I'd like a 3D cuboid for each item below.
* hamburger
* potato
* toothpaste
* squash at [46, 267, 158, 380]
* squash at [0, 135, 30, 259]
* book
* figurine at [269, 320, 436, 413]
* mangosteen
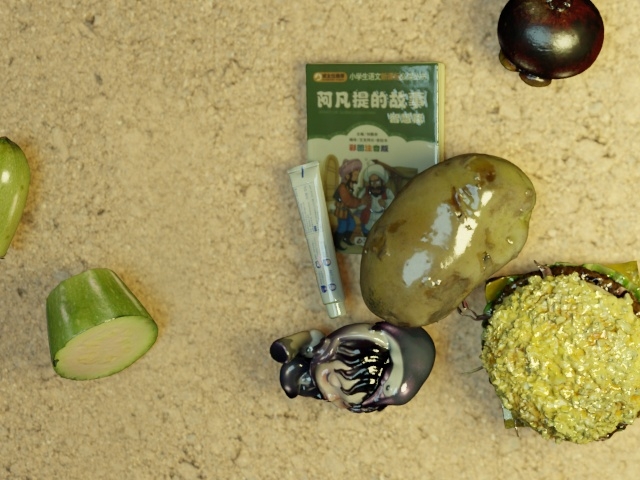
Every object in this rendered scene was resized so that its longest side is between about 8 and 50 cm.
[{"bbox_3d":[0.300,0.140,1.526,0.261,0.138,0.243,-11,92,28],"label":"hamburger"},{"bbox_3d":[0.155,-0.005,1.554,0.262,0.165,0.165,-40,78,4],"label":"potato"},{"bbox_3d":[0.000,0.000,1.693,0.052,0.033,0.218,-14,89,27],"label":"toothpaste"},{"bbox_3d":[-0.344,0.125,1.853,0.170,0.170,0.123,-41,66,26],"label":"squash"},{"bbox_3d":[-0.522,-0.078,1.937,0.123,0.123,0.187,30,106,20],"label":"squash"},{"bbox_3d":[0.073,-0.110,1.669,0.202,0.027,0.264,4,100,28],"label":"book"},{"bbox_3d":[0.056,0.171,1.676,0.222,0.145,0.146,2,99,38],"label":"figurine"},{"bbox_3d":[0.278,-0.245,1.501,0.140,0.140,0.140,4,99,27],"label":"mangosteen"}]
